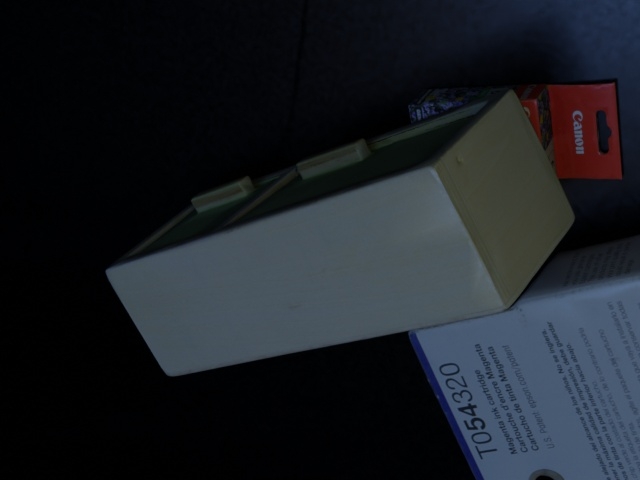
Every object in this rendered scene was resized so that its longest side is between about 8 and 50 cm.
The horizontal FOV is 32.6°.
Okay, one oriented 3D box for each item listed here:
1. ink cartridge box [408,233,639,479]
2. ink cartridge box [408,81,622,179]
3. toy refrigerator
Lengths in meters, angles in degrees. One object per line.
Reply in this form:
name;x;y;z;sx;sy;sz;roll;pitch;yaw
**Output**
ink cartridge box;0.263;0.138;0.642;0.330;0.071;0.324;-14;111;33
ink cartridge box;0.113;-0.057;0.634;0.115;0.029;0.063;1;117;26
toy refrigerator;0.000;0.000;0.649;0.269;0.102;0.094;-16;108;42
